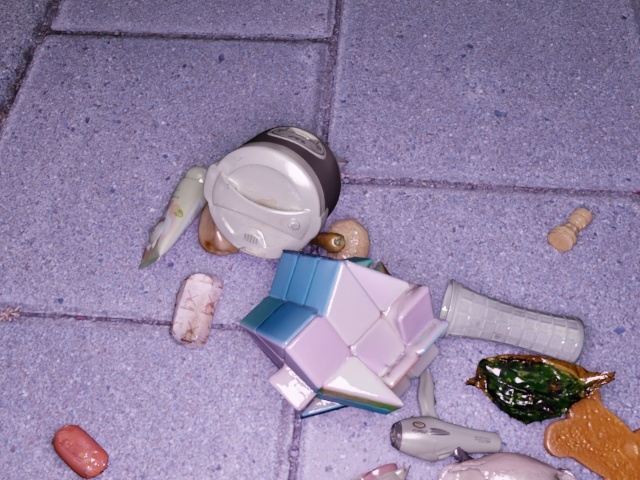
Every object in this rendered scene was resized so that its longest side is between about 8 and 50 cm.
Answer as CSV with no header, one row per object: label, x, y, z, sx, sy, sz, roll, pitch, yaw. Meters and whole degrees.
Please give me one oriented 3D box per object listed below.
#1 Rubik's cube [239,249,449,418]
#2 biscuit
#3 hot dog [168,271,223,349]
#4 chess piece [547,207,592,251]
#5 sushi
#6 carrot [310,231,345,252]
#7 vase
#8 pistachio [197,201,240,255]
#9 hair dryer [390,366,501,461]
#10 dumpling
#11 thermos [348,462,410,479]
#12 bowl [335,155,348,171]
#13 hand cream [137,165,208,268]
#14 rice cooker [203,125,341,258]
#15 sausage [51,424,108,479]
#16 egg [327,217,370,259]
Rubik's cube,0.053,0.192,1.113,0.358,0.387,0.368,-43,110,-17
biscuit,0.629,0.465,1.127,0.324,0.049,0.205,35,69,19
hot dog,-0.304,0.166,1.314,0.108,0.059,0.191,8,65,9
chess piece,0.641,-0.032,1.387,0.066,0.066,0.122,40,65,20
sushi,0.455,0.319,1.146,0.287,0.140,0.149,6,83,17
carrot,0.000,0.000,1.309,0.049,0.254,0.049,-1,94,-21
vase,0.430,0.192,1.237,0.299,0.143,0.143,15,63,6
pistachio,-0.247,-0.051,1.387,0.130,0.131,0.206,2,53,-6
hair dryer,0.288,0.364,1.188,0.229,0.092,0.267,21,55,4
dumpling,0.370,0.520,1.067,0.293,0.163,0.204,3,96,1
thermos,0.155,0.576,1.043,0.176,0.146,0.265,-35,54,4
bowl,-0.024,-0.196,1.465,0.189,0.189,0.086,18,106,11
hand cream,-0.371,-0.058,1.412,0.093,0.147,0.305,38,60,-26
rice cooker,-0.105,-0.118,1.273,0.288,0.288,0.277,17,27,11
sausage,-0.514,0.451,1.159,0.141,0.076,0.076,35,69,17
egg,0.066,0.009,1.350,0.118,0.116,0.140,-14,62,35
